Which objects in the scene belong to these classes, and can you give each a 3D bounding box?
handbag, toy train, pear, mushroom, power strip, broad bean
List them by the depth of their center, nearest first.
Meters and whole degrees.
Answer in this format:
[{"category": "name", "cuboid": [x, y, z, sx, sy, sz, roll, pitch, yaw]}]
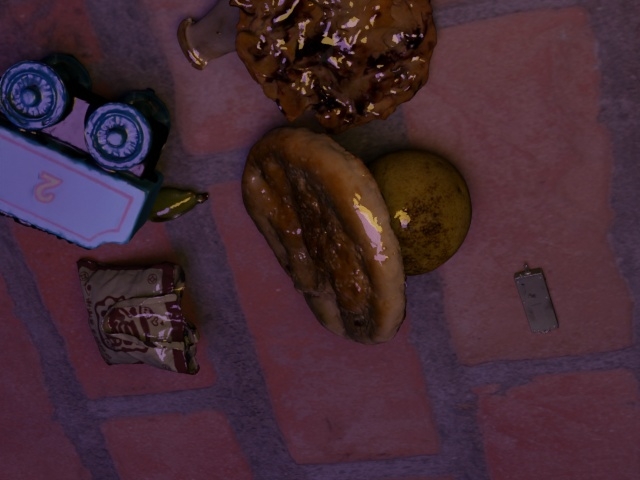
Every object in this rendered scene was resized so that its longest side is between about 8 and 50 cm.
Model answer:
[{"category": "mushroom", "cuboid": [-0.112, -0.332, 1.449, 0.225, 0.093, 0.116, -35, 89, 35]}, {"category": "pear", "cuboid": [0.137, -0.039, 1.505, 0.197, 0.197, 0.197, 5, 120, 8]}, {"category": "toy train", "cuboid": [-0.398, -0.140, 1.528, 0.300, 0.188, 0.265, 24, 105, -4]}, {"category": "power strip", "cuboid": [0.361, 0.096, 1.633, 0.050, 0.019, 0.136, -14, 116, 20]}, {"category": "broad bean", "cuboid": [-0.295, -0.059, 1.650, 0.213, 0.070, 0.048, -11, 141, 7]}, {"category": "handbag", "cuboid": [-0.326, 0.134, 1.721, 0.235, 0.127, 0.213, 1, 107, 37]}]

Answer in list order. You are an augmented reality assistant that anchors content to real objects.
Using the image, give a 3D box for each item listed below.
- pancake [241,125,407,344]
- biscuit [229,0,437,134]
[{"category": "pancake", "cuboid": [0.000, 0.000, 1.505, 0.387, 0.082, 0.387, 43, 150, 33]}, {"category": "biscuit", "cuboid": [0.028, -0.298, 1.380, 0.289, 0.081, 0.334, -28, 126, 0]}]
